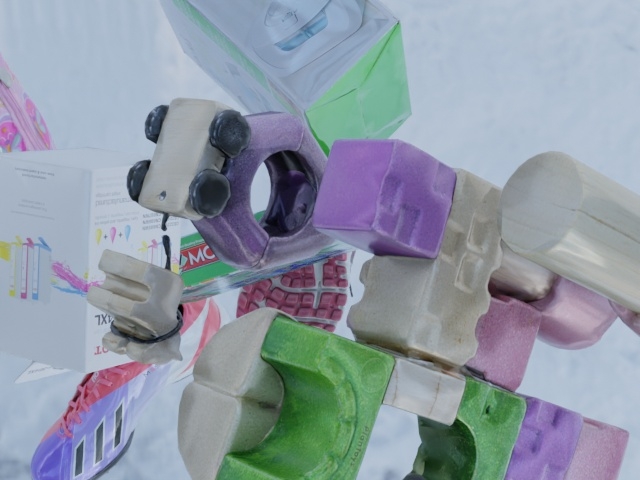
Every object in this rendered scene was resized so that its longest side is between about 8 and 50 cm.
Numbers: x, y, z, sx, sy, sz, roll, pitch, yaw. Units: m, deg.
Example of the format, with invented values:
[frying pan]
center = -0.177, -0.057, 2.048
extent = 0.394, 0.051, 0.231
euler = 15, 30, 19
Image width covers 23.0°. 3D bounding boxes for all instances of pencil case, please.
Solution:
[pencil case]
center = -0.368, -0.122, 1.781
extent = 0.124, 0.124, 0.284
euler = -26, 128, -1

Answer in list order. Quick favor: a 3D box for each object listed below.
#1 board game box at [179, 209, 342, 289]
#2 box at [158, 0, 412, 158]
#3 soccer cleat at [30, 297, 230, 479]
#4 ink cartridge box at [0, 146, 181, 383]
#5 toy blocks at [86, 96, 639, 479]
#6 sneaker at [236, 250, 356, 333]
[board game box]
center = -0.066, 0.012, 1.471
extent = 0.213, 0.317, 0.046
euler = -17, 87, 9
[box]
center = -0.036, -0.197, 1.504
extent = 0.231, 0.262, 0.127
euler = 43, 84, 13
[soccer cleat]
center = -0.250, 0.175, 1.910
extent = 0.318, 0.108, 0.116
euler = -45, 146, -1
[ink cartridge box]
center = -0.149, 0.018, 0.990
extent = 0.090, 0.092, 0.143
euler = 9, 101, 33
[toy blocks]
center = 0.063, 0.108, 0.742
extent = 0.260, 0.309, 0.288
euler = 22, 83, -39
[sneaker]
center = 0.000, 0.000, 1.787
extent = 0.121, 0.112, 0.299
euler = 25, 107, 1
